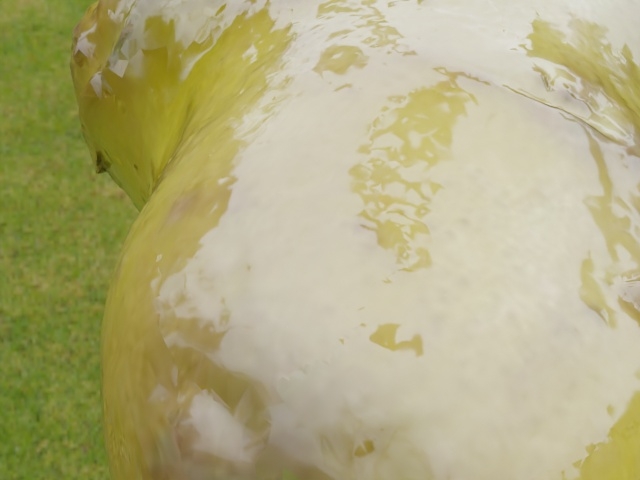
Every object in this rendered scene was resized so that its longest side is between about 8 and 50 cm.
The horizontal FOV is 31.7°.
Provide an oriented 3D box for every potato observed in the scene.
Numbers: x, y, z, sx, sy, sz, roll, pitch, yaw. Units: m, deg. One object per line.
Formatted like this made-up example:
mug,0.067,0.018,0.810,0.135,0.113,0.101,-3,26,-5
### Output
potato,0.000,0.000,0.471,0.397,0.290,0.296,46,31,11
